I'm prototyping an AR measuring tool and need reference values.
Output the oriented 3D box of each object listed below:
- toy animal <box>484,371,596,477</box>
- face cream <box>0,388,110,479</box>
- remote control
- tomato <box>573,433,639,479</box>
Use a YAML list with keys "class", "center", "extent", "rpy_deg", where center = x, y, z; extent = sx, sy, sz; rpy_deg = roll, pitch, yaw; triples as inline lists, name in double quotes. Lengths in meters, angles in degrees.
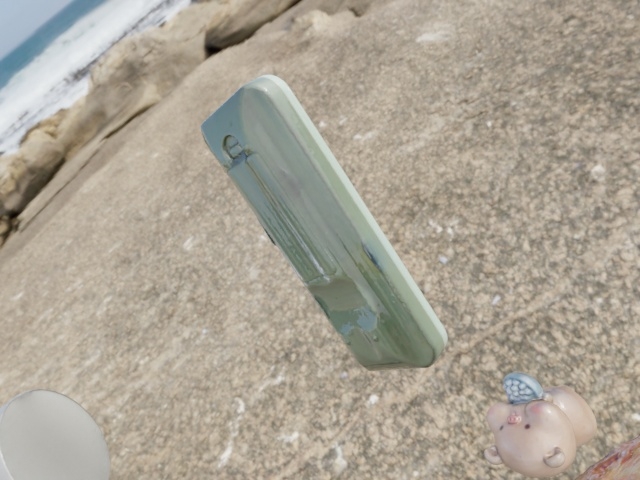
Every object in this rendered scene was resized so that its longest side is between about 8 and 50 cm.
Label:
- class: "toy animal"
  center: [0.527, 0.449, 1.263]
  extent: [0.210, 0.221, 0.230]
  rpy_deg: [-34, 39, 49]
- class: "face cream"
  center: [-0.396, 0.311, 0.694]
  extent: [0.153, 0.177, 0.177]
  rpy_deg: [-37, 33, 8]
- class: "remote control"
  center: [0.000, 0.000, 0.550]
  extent: [0.128, 0.335, 0.065]
  rpy_deg: [-23, 16, 48]
- class: "tomato"
  center: [0.294, 0.254, 0.485]
  extent: [0.225, 0.225, 0.085]
  rpy_deg: [-39, 70, -1]
